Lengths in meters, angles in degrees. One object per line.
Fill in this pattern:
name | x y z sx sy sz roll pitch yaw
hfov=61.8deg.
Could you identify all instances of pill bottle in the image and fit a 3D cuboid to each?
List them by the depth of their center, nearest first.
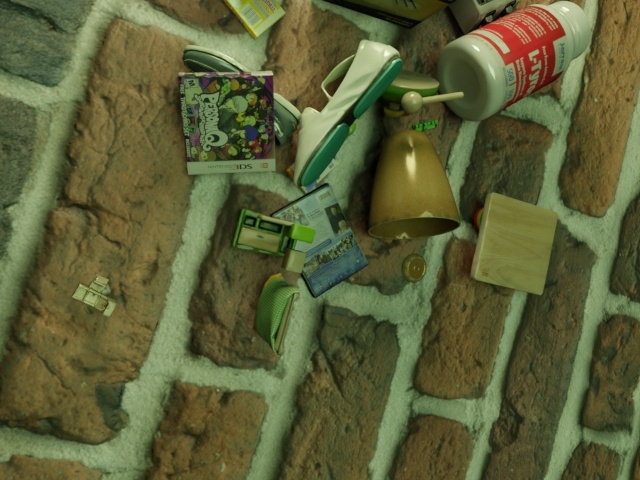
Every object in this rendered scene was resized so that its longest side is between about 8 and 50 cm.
pill bottle | 0.545 -0.514 1.497 0.408 0.229 0.229 -30 103 -18

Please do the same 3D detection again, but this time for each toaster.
toaster | 0.447 -0.696 1.500 0.168 0.110 0.185 -29 91 -17

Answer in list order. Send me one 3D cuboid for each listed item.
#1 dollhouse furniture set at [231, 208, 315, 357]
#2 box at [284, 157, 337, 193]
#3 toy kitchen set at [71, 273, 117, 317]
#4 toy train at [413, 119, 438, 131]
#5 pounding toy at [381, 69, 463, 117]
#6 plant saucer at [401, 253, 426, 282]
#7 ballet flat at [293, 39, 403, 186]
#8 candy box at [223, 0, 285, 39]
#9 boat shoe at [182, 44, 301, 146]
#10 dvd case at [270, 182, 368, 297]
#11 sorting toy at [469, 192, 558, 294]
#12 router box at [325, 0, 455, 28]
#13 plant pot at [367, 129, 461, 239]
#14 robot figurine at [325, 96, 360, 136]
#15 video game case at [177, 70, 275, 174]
dollhouse furniture set | -0.141 0.092 1.254 0.151 0.197 0.301 15 91 -17
box | -0.018 -0.195 1.390 0.136 0.028 0.081 -45 107 -13
toy kitchen set | -0.492 0.117 1.184 0.083 0.075 0.068 32 79 -25
toy train | 0.299 -0.325 1.520 0.083 0.017 0.023 -17 108 -21
pounding toy | 0.227 -0.365 1.404 0.183 0.237 0.110 -10 125 -26
plant saucer | 0.271 0.079 1.526 0.083 0.015 0.083 -1 93 -22
ballet flat | 0.034 -0.316 1.306 0.139 0.139 0.400 36 97 -20
candy box | -0.189 -0.605 1.302 0.105 0.027 0.206 -47 107 -18
boat shoe | -0.192 -0.338 1.267 0.319 0.116 0.099 30 77 -26
dvd case | 0.000 0.000 1.409 0.180 0.022 0.253 -31 103 -17
sorting toy | 0.560 0.012 1.601 0.257 0.089 0.255 14 87 -22
router box | 0.162 -0.643 1.329 0.309 0.243 0.081 8 89 -22
plant pot | 0.234 -0.150 1.409 0.237 0.237 0.254 2 75 -22
robot figurine | 0.053 -0.321 1.392 0.101 0.067 0.115 -16 101 5
video game case | -0.211 -0.269 1.234 0.210 0.042 0.232 -3 118 -10
